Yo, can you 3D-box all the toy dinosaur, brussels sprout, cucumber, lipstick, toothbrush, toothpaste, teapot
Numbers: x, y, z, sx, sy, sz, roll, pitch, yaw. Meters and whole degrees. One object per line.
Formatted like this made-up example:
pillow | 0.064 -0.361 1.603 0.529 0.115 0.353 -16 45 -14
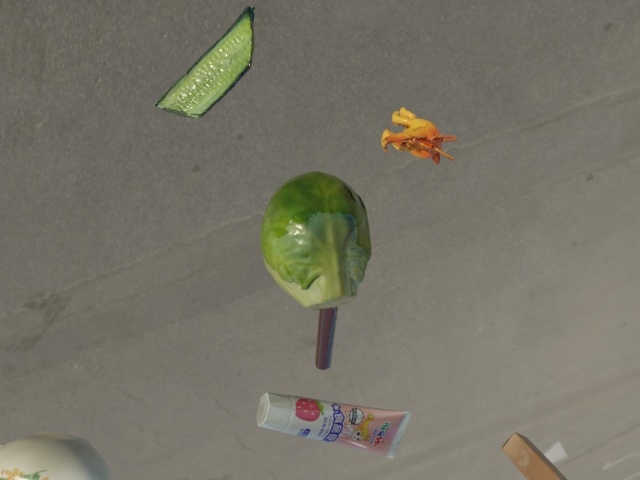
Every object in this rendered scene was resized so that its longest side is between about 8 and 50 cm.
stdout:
toy dinosaur | 0.161 -0.160 0.916 0.117 0.288 0.070 21 108 7
brussels sprout | -0.005 0.001 0.776 0.144 0.181 0.161 -11 157 19
cucumber | -0.155 -0.265 0.904 0.220 0.070 0.046 -49 172 -4
lipstick | 0.366 0.386 0.956 0.045 0.145 0.045 30 99 -28
toothbrush | 0.018 0.134 1.168 0.041 0.041 0.364 -9 130 -17
toothpaste | 0.019 0.223 0.701 0.194 0.043 0.067 17 99 -21
teapot | -0.332 0.280 0.688 0.226 0.092 0.145 9 149 0
